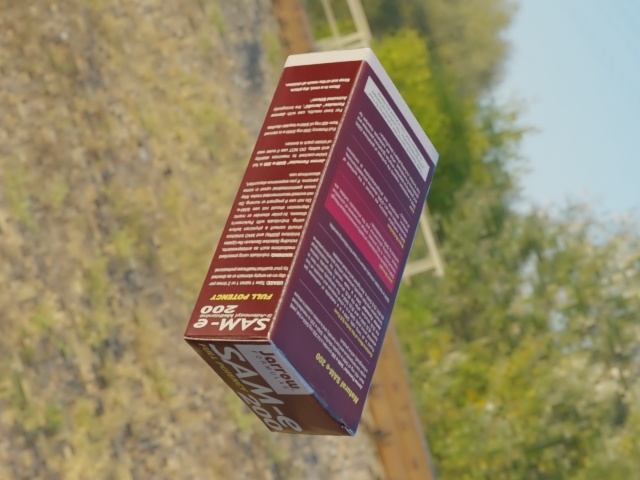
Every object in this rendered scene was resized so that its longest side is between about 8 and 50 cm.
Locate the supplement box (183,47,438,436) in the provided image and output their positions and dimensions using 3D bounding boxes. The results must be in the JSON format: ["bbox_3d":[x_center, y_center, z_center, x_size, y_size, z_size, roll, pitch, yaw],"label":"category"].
[{"bbox_3d":[0.000,0.000,1.101,0.130,0.073,0.239,53,46,-44],"label":"supplement box"}]
